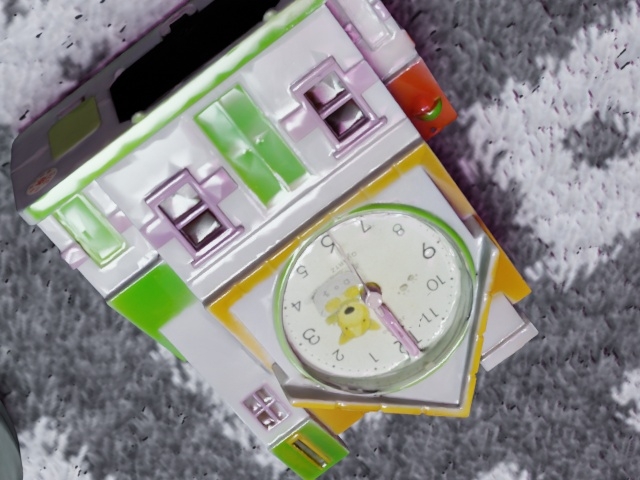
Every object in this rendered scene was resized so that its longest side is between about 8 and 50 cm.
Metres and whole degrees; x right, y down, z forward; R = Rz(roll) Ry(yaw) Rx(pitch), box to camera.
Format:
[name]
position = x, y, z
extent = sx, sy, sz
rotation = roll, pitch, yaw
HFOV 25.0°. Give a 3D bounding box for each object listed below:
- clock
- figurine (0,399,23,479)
[clock]
position = 0.000, 0.000, 0.895
extent = 0.235, 0.166, 0.309
rotation = -37, 116, 4
[figurine]
position = -0.310, 0.140, 0.901
extent = 0.236, 0.133, 0.176
rotation = 23, 114, -18
